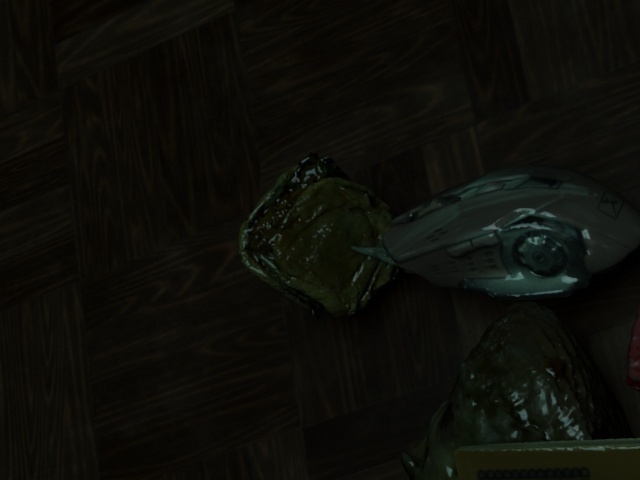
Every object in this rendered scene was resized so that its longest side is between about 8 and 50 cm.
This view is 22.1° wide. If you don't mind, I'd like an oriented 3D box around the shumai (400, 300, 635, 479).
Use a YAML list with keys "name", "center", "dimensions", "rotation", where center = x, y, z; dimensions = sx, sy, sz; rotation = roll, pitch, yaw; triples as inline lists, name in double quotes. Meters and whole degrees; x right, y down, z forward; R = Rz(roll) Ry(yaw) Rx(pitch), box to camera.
- name: "shumai"
  center: [0.213, 0.256, 1.927]
  dimensions: [0.283, 0.217, 0.346]
  rotation: [-22, 67, 23]

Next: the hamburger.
- name: "hamburger"
  center: [0.000, 0.000, 2.167]
  dimensions: [0.183, 0.206, 0.130]
  rotation: [-53, 18, -6]

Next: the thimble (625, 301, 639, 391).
- name: "thimble"
  center: [0.441, 0.107, 1.876]
  dimensions: [0.125, 0.163, 0.189]
  rotation: [15, 67, 34]

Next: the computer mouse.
- name: "computer mouse"
  center: [0.213, -0.025, 2.026]
  dimensions: [0.389, 0.115, 0.199]
  rotation: [-1, 29, 25]

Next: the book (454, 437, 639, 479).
- name: "book"
  center: [0.300, 0.398, 1.764]
  dimensions: [0.269, 0.032, 0.389]
  rotation: [-7, 102, 25]
